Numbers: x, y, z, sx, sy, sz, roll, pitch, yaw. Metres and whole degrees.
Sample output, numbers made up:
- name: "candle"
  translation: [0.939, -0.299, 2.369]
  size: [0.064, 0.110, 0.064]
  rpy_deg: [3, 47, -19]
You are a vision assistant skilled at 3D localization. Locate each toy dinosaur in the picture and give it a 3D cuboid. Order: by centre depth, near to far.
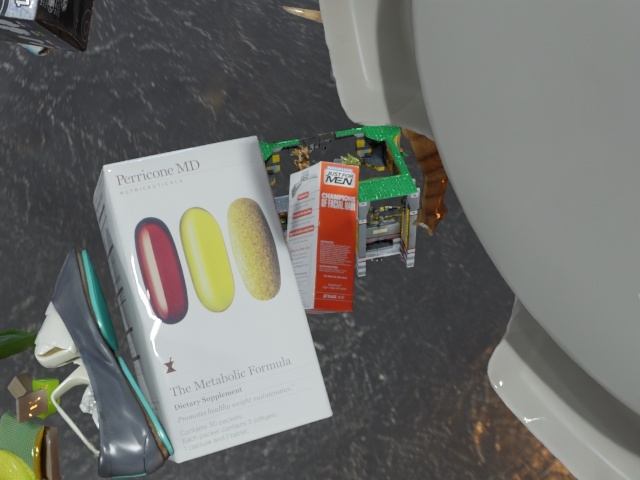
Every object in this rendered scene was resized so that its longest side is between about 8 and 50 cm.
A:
- name: "toy dinosaur"
  translation: [0.071, -0.094, 0.652]
  size: [0.112, 0.064, 0.211]
  rpy_deg: [-43, 127, -23]

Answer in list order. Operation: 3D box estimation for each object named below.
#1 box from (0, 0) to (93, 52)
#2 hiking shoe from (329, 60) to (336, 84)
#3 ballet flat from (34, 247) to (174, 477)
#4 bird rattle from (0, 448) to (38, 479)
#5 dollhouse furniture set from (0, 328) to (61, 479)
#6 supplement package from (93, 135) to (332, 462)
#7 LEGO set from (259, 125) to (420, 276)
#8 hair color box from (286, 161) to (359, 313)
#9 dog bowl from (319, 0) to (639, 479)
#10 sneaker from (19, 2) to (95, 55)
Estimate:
- name: "box"
  translation: [-0.280, -0.310, 0.852]
  size: [0.142, 0.163, 0.247]
  rpy_deg: [8, 91, 2]
- name: "hiking shoe"
  translation: [0.103, -0.330, 1.528]
  size: [0.114, 0.086, 0.227]
  rpy_deg: [34, 94, 4]
- name: "ballet flat"
  translation: [-0.182, 0.096, 0.749]
  size: [0.074, 0.203, 0.074]
  rpy_deg: [-23, 153, -13]
- name: "bird rattle"
  translation: [-0.188, 0.095, 0.327]
  size: [0.143, 0.207, 0.253]
  rpy_deg: [-13, 117, 24]
- name: "dollhouse furniture set"
  translation: [-0.287, 0.162, 0.888]
  size: [0.059, 0.076, 0.151]
  rpy_deg: [-19, 114, -56]
- name: "supplement package"
  translation: [-0.100, 0.052, 0.832]
  size: [0.139, 0.134, 0.244]
  rpy_deg: [-14, 85, -19]
- name: "LEGO set"
  translation: [0.015, -0.048, 1.587]
  size: [0.331, 0.255, 0.192]
  rpy_deg: [-16, 135, -15]
- name: "hair color box"
  translation: [0.000, 0.000, 1.113]
  size: [0.053, 0.093, 0.167]
  rpy_deg: [5, 82, -24]
- name: "dog bowl"
  translation: [0.135, -0.043, 0.319]
  size: [0.102, 0.349, 0.348]
  rpy_deg: [-28, 114, -20]
- name: "sneaker"
  translation: [-0.399, -0.287, 1.285]
  size: [0.191, 0.071, 0.082]
  rpy_deg: [-4, 76, -5]
